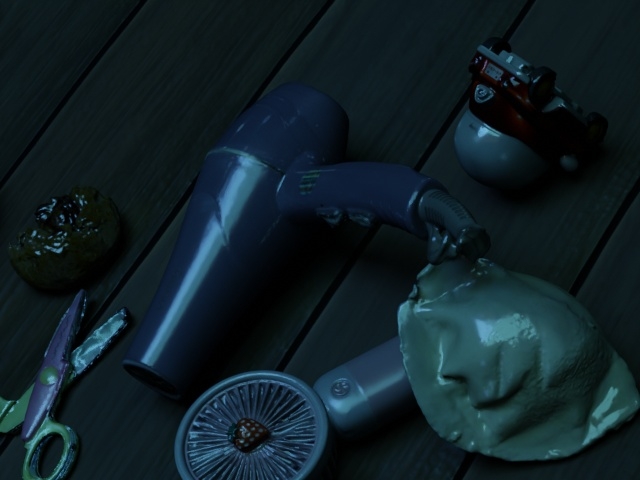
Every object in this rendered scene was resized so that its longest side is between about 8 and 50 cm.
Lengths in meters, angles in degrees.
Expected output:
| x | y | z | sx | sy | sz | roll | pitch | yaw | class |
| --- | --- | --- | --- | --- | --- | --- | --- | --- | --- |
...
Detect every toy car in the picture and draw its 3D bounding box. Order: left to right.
| x | y | z | sx | sy | sz | roll | pitch | yaw | class |
| --- | --- | --- | --- | --- | --- | --- | --- | --- | --- |
| 0.164 | -0.099 | 1.554 | 0.112 | 0.139 | 0.112 | -52 | 50 | 4 | toy car |

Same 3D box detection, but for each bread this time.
| x | y | z | sx | sy | sz | roll | pitch | yaw | class |
| --- | --- | --- | --- | --- | --- | --- | --- | --- | --- |
| -0.236 | -0.002 | 1.678 | 0.113 | 0.060 | 0.082 | -44 | 50 | -15 | bread |

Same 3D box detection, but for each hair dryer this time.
| x | y | z | sx | sy | sz | roll | pitch | yaw | class |
| --- | --- | --- | --- | --- | --- | --- | --- | --- | --- |
| 0.000 | 0.000 | 1.483 | 0.361 | 0.121 | 0.301 | 1 | 56 | 52 | hair dryer |

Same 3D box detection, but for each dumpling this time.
| x | y | z | sx | sy | sz | roll | pitch | yaw | class |
| --- | --- | --- | --- | --- | --- | --- | --- | --- | --- |
| 0.150 | 0.102 | 1.423 | 0.155 | 0.111 | 0.181 | -48 | 60 | -4 | dumpling |

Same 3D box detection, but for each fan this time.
| x | y | z | sx | sy | sz | roll | pitch | yaw | class |
| --- | --- | --- | --- | --- | --- | --- | --- | --- | --- |
| -0.002 | 0.144 | 1.471 | 0.244 | 0.074 | 0.130 | -29 | 49 | -6 | fan |

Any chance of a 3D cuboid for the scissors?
| x | y | z | sx | sy | sz | roll | pitch | yaw | class |
| --- | --- | --- | --- | --- | --- | --- | --- | --- | --- |
| -0.240 | 0.128 | 1.610 | 0.134 | 0.020 | 0.187 | 20 | 67 | 28 | scissors |
